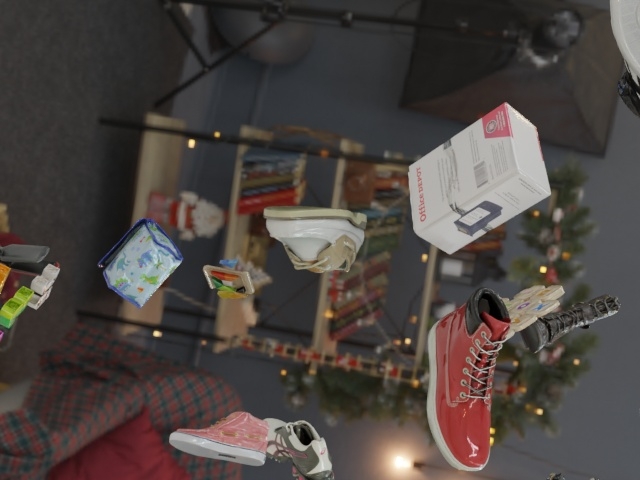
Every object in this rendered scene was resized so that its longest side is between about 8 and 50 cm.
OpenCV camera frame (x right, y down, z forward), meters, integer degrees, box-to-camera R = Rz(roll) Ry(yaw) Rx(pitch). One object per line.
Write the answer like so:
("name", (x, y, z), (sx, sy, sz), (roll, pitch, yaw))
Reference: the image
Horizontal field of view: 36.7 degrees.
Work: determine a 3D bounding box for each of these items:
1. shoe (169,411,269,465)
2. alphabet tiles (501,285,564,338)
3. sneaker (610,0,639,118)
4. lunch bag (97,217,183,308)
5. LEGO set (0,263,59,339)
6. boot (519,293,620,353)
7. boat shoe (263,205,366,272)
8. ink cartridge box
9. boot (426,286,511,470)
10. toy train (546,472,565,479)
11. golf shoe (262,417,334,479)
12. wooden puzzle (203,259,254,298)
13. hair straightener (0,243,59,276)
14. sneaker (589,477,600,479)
("shoe", (-0.180, 0.349, 1.746), (0.063, 0.178, 0.081), (118, -16, -58))
("alphabet tiles", (0.362, 0.170, 1.982), (0.021, 0.284, 0.278), (61, -16, -6))
("sneaker", (0.395, -0.227, 1.200), (0.216, 0.079, 0.121), (62, -4, -13))
("lunch bag", (-0.338, 0.031, 1.787), (0.129, 0.096, 0.151), (-47, -152, 2))
("LEGO set", (-0.475, 0.111, 1.393), (0.093, 0.087, 0.227), (-62, -179, 30))
("boot", (0.564, 0.173, 2.179), (0.263, 0.229, 0.091), (30, 40, -81))
("boat shoe", (0.000, 0.000, 1.527), (0.302, 0.113, 0.103), (5, 90, -66))
("ink cartridge box", (0.283, -0.109, 1.758), (0.100, 0.237, 0.172), (30, 42, -33))
("boot", (0.227, 0.199, 1.398), (0.176, 0.088, 0.244), (127, -36, -56))
("toy train", (0.331, 0.398, 1.437), (0.036, 0.027, 0.158), (-34, -178, 40))
("golf shoe", (-0.054, 0.442, 2.142), (0.105, 0.273, 0.120), (-11, 112, -32))
("wooden puzzle", (-0.143, 0.064, 1.510), (0.116, 0.079, 0.014), (68, 29, -54))
("hair straightener", (-0.573, 0.008, 1.715), (0.047, 0.230, 0.089), (-56, 146, -35))
("sneaker", (0.555, 0.552, 2.047), (0.135, 0.058, 0.052), (-51, 177, -35))
